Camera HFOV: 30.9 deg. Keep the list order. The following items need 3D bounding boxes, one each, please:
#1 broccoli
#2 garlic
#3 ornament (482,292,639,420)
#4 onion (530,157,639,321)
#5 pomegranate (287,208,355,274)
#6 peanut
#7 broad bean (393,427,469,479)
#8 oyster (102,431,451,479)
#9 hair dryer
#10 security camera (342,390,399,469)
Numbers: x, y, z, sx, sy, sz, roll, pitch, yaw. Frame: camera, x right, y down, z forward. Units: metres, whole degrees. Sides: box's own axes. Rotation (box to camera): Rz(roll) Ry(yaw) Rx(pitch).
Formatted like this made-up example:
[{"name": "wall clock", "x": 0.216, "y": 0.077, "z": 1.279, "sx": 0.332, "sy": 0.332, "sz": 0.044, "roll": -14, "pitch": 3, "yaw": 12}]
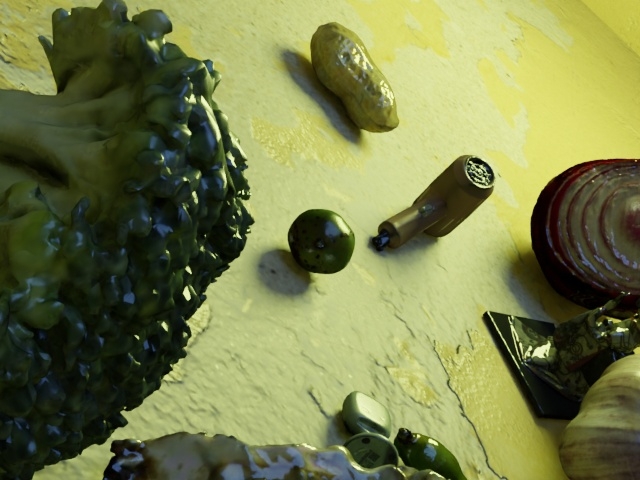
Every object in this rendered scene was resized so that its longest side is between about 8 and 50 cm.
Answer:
[{"name": "broccoli", "x": -0.210, "y": -0.005, "z": 0.693, "sx": 0.281, "sy": 0.348, "sz": 0.293, "roll": 42, "pitch": 23, "yaw": 14}, {"name": "garlic", "x": 0.414, "y": 0.238, "z": 1.250, "sx": 0.245, "sy": 0.253, "sz": 0.245, "roll": 17, "pitch": 66, "yaw": -42}, {"name": "ornament", "x": 0.343, "y": 0.105, "z": 1.399, "sx": 0.166, "sy": 0.196, "sz": 0.153, "roll": 12, "pitch": 44, "yaw": -46}, {"name": "onion", "x": 0.392, "y": -0.003, "z": 1.600, "sx": 0.207, "sy": 0.216, "sz": 0.206, "roll": 13, "pitch": -9, "yaw": 12}, {"name": "pomegranate", "x": -0.004, "y": -0.001, "z": 1.226, "sx": 0.073, "sy": 0.073, "sz": 0.084, "roll": 25, "pitch": 0, "yaw": -32}, {"name": "peanut", "x": 0.042, "y": -0.212, "z": 1.528, "sx": 0.174, "sy": 0.080, "sz": 0.080, "roll": 56, "pitch": 31, "yaw": 13}, {"name": "broad bean", "x": 0.163, "y": 0.269, "z": 1.115, "sx": 0.256, "sy": 0.053, "sz": 0.052, "roll": 45, "pitch": 68, "yaw": -1}, {"name": "oyster", "x": -0.025, "y": 0.249, "z": 0.846, "sx": 0.354, "sy": 0.107, "sz": 0.201, "roll": 7, "pitch": 44, "yaw": -16}, {"name": "hair dryer", "x": 0.128, "y": -0.032, "z": 1.405, "sx": 0.181, "sy": 0.117, "sz": 0.064, "roll": -31, "pitch": 80, "yaw": -40}, {"name": "security camera", "x": 0.044, "y": 0.181, "z": 1.084, "sx": 0.058, "sy": 0.058, "sz": 0.092, "roll": 39, "pitch": 19, "yaw": -13}]
